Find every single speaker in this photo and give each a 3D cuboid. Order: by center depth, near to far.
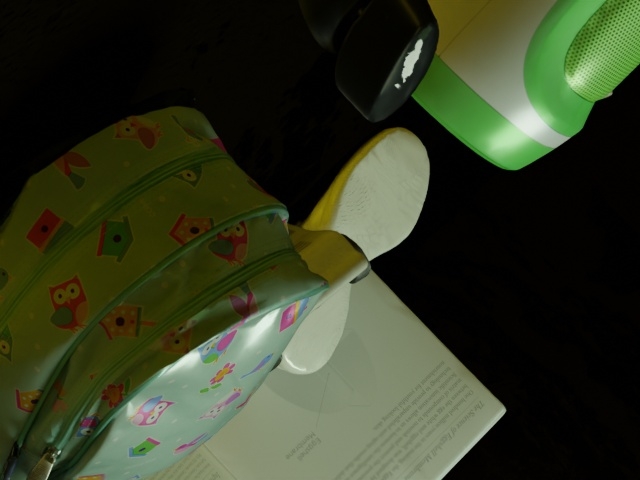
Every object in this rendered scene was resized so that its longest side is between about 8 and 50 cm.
[{"bbox_3d":[0.159,-0.174,0.915,0.296,0.131,0.131,-46,175,15],"label":"speaker"}]

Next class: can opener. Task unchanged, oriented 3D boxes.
[{"bbox_3d":[0.042,-0.129,0.742,0.059,0.073,0.186,-30,158,-39],"label":"can opener"}]

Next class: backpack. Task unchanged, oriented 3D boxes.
[{"bbox_3d":[-0.078,0.027,0.724,0.152,0.115,0.182,-37,169,-41],"label":"backpack"}]

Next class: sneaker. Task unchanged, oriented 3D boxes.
[{"bbox_3d":[0.000,0.000,1.443,0.094,0.080,0.212,8,-121,53],"label":"sneaker"}]

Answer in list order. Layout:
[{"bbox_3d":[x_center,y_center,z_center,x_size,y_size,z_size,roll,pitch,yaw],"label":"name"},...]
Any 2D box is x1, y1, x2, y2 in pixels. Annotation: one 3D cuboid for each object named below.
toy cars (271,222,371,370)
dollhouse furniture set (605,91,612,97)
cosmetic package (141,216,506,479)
[{"bbox_3d":[-0.071,0.051,1.176,0.176,0.087,0.393,-38,-179,19],"label":"toy cars"},{"bbox_3d":[0.230,-0.171,1.080,0.242,0.212,0.161,-18,173,1],"label":"dollhouse furniture set"},{"bbox_3d":[-0.017,0.143,1.517,0.224,0.225,0.138,-40,173,-33],"label":"cosmetic package"}]
